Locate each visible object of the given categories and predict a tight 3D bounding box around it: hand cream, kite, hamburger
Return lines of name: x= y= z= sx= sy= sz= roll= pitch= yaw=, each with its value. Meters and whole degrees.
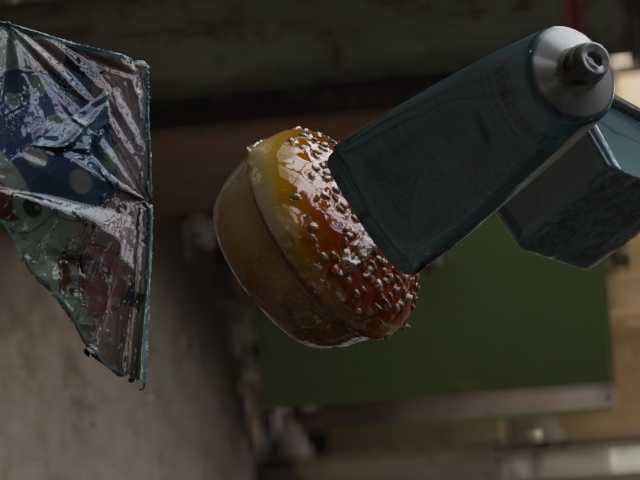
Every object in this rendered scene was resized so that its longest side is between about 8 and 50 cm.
hand cream: x=0.076 y=-0.047 z=0.969 sx=0.083 sy=0.048 sz=0.224 roll=56 pitch=-33 yaw=-1
kite: x=-0.209 y=-0.043 z=1.251 sx=0.335 sy=0.011 sz=0.314 roll=52 pitch=50 yaw=-3
hamburger: x=-0.003 y=-0.002 z=1.783 sx=0.237 sy=0.147 sz=0.237 roll=47 pitch=14 yaw=-15

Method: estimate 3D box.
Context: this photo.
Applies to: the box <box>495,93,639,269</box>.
box: x=0.253 y=-0.066 z=1.935 sx=0.227 sy=0.162 sz=0.130 roll=15 pitch=42 yaw=-58
